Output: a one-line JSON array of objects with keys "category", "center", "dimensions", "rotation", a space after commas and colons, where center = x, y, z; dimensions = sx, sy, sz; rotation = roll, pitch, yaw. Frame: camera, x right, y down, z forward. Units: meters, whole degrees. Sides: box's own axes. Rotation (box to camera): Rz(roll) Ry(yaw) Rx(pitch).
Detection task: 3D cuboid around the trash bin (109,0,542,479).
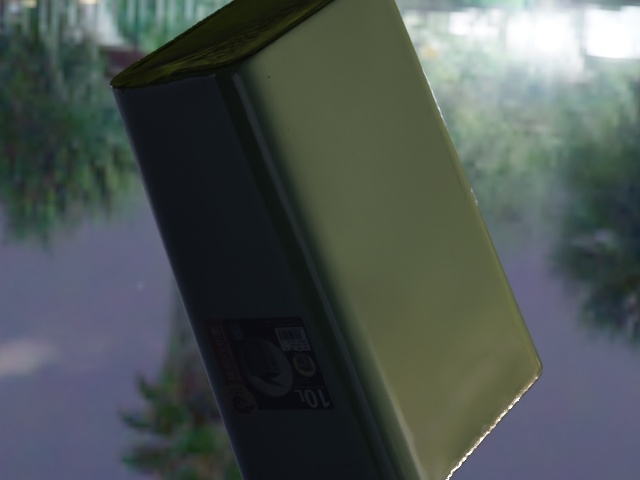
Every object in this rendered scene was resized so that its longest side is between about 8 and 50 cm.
[{"category": "trash bin", "center": [0.000, 0.000, 1.356], "dimensions": [0.158, 0.343, 0.223], "rotation": [-7, -156, 39]}]
